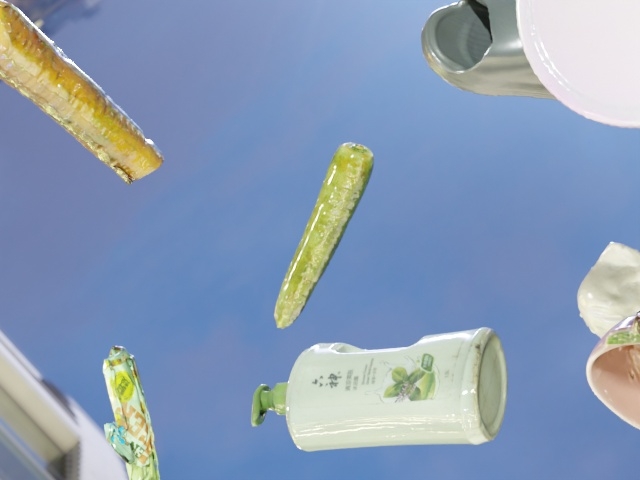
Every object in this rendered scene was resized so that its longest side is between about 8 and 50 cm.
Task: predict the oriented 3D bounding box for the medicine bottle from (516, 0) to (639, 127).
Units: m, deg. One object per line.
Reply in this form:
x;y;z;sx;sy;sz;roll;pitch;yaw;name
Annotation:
0.336;-0.195;1.046;0.219;0.219;0.388;-22;172;34;medicine bottle

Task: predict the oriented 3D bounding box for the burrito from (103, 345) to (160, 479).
-0.336;0.328;2.153;0.054;0.288;0.104;-13;-178;28;burrito

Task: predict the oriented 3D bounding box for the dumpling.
0.421;0.089;1.707;0.108;0.188;0.127;-27;-135;-29;dumpling

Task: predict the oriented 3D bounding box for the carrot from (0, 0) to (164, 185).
-0.271;-0.154;1.311;0.070;0.260;0.070;-30;-144;25;carrot

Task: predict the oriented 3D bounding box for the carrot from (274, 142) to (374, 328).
0.000;0.000;2.096;0.074;0.074;0.358;-100;-149;-66;carrot

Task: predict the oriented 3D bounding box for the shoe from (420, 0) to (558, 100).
0.220;-0.202;1.233;0.093;0.241;0.108;121;-29;-49;shoe

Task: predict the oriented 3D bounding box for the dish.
0.398;0.117;1.326;0.213;0.213;0.090;-21;-150;36;dish

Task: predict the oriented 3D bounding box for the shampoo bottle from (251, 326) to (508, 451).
0.046;0.140;1.136;0.234;0.087;0.118;-7;-148;23;shampoo bottle
